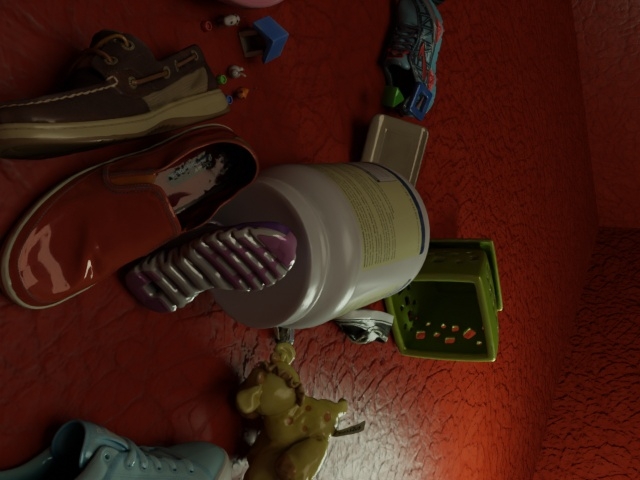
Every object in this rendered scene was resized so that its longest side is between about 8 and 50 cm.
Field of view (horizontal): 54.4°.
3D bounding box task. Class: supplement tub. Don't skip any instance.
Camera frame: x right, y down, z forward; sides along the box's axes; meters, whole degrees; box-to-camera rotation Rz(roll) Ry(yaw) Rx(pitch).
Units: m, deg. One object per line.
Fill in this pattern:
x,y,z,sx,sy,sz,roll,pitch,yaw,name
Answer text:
0.000,0.000,0.946,0.324,0.235,0.236,-11,103,-55,supplement tub

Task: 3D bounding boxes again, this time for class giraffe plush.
-0.063,0.265,0.962,0.171,0.210,0.181,52,15,-14,giraffe plush

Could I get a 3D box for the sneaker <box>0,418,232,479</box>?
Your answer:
-0.237,0.275,0.720,0.365,0.135,0.150,-4,100,-56,sneaker

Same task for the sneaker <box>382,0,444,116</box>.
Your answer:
0.187,-0.390,1.298,0.125,0.104,0.262,-16,107,-52,sneaker

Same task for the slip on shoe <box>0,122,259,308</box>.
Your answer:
-0.208,-0.036,0.715,0.331,0.101,0.123,-35,122,-27,slip on shoe

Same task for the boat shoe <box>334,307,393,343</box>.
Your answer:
0.086,0.171,1.232,0.219,0.077,0.070,20,76,-56,boat shoe

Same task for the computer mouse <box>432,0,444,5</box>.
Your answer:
0.205,-0.575,1.368,0.242,0.041,0.071,6,80,-49,computer mouse

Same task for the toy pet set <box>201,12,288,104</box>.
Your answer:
-0.101,-0.277,0.918,0.114,0.065,0.122,-43,128,-45,toy pet set

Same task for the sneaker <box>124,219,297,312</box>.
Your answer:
-0.134,0.011,0.780,0.095,0.236,0.105,58,30,-31,sneaker

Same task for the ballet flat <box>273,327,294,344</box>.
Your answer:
-0.060,0.123,1.048,0.041,0.041,0.115,8,86,-56,ballet flat

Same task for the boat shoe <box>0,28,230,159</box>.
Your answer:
-0.233,-0.172,0.700,0.342,0.123,0.123,-32,111,-54,boat shoe

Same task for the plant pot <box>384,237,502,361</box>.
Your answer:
0.289,0.116,1.406,0.207,0.227,0.228,-52,133,-49,plant pot

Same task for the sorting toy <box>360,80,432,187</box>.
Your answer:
0.137,-0.159,1.283,0.195,0.047,0.348,1,106,-51,sorting toy

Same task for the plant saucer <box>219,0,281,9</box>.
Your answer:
-0.132,-0.482,0.836,0.332,0.084,0.333,-10,102,-54,plant saucer
